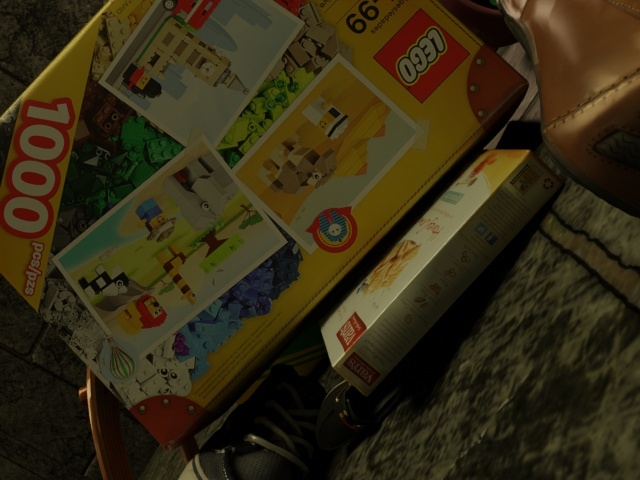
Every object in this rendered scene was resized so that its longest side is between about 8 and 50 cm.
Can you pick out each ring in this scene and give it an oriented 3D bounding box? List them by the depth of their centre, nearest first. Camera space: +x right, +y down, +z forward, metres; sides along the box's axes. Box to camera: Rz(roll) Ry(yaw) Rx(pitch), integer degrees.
[{"bbox_3d":[-0.193,0.265,0.911,0.032,0.336,0.336,-21,8,1],"label":"ring"}]

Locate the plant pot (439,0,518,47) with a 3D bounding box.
[{"bbox_3d":[0.229,-0.335,0.984,0.201,0.201,0.180,-59,-10,-5],"label":"plant pot"}]

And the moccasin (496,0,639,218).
[{"bbox_3d":[0.202,-0.168,0.528,0.147,0.139,0.380,-54,8,32],"label":"moccasin"}]

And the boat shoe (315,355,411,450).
[{"bbox_3d":[0.034,0.155,0.737,0.133,0.049,0.042,-51,1,28],"label":"boat shoe"}]

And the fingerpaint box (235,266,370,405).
[{"bbox_3d":[0.000,0.000,1.238,0.371,0.163,0.445,-55,7,29],"label":"fingerpaint box"}]

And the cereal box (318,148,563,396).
[{"bbox_3d":[0.097,0.018,0.716,0.240,0.047,0.173,-47,7,2],"label":"cereal box"}]

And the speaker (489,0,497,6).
[{"bbox_3d":[0.333,-0.512,1.230,0.296,0.131,0.131,-60,6,-5],"label":"speaker"}]

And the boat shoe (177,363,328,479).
[{"bbox_3d":[-0.052,0.209,0.812,0.158,0.127,0.340,-53,6,-7],"label":"boat shoe"}]

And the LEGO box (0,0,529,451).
[{"bbox_3d":[-0.093,-0.092,0.864,0.500,0.372,0.193,-46,-7,4],"label":"LEGO box"}]

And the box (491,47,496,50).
[{"bbox_3d":[0.241,-0.328,1.383,0.201,0.057,0.293,-55,7,28],"label":"box"}]
